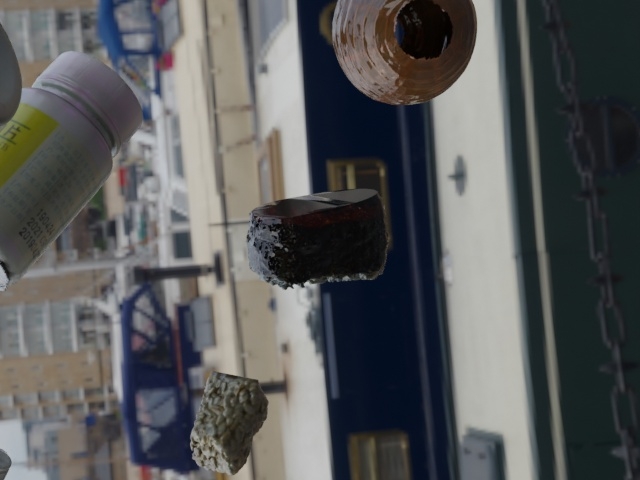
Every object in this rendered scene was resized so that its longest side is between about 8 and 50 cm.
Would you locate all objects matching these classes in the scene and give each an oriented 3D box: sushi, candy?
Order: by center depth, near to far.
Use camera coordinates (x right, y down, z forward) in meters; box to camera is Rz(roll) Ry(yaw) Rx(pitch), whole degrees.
[{"bbox_3d":[-0.110,0.213,1.258,0.110,0.085,0.095,-65,-24,-43],"label":"candy"},{"bbox_3d":[0.000,0.000,1.645,0.136,0.225,0.126,-153,55,-61],"label":"sushi"}]

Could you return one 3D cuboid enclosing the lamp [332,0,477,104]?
[{"bbox_3d":[0.077,-0.192,0.993,0.136,0.136,0.136,176,90,-80],"label":"lamp"}]

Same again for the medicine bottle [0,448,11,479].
[{"bbox_3d":[-0.536,0.381,1.722,0.089,0.057,0.057,-62,20,14],"label":"medicine bottle"}]

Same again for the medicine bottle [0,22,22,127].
[{"bbox_3d":[-0.546,-0.148,1.225,0.211,0.371,0.211,53,-157,-33],"label":"medicine bottle"}]

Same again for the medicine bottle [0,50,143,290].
[{"bbox_3d":[-0.473,-0.120,1.768,0.378,0.213,0.213,-55,-11,-29],"label":"medicine bottle"}]
